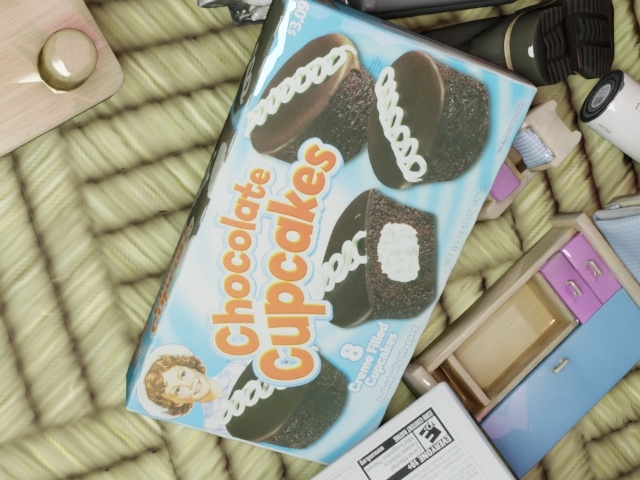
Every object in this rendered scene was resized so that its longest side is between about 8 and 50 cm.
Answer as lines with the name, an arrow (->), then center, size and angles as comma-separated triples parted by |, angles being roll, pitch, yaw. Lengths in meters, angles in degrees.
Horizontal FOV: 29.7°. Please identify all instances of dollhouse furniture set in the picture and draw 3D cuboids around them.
dollhouse furniture set -> 0.187, 0.052, 0.858 | 0.198, 0.303, 0.286 | -42, 101, -14

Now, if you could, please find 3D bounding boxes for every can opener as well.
can opener -> 0.036, -0.219, 0.934 | 0.283, 0.076, 0.095 | -11, 93, -18

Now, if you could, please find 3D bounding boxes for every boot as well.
boot -> 0.148, -0.161, 0.974 | 0.198, 0.137, 0.077 | -16, 102, -56

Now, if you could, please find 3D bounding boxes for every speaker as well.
speaker -> 0.288, -0.085, 1.021 | 0.136, 0.055, 0.055 | 32, 80, -15

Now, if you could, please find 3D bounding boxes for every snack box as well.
snack box -> 0.000, 0.000, 0.867 | 0.187, 0.060, 0.322 | 18, 108, -16

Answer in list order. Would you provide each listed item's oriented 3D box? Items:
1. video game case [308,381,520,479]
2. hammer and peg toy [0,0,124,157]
video game case -> 0.054, 0.277, 0.841 | 0.269, 0.061, 0.244 | -37, 65, 4
hammer and peg toy -> -0.345, -0.132, 0.786 | 0.361, 0.127, 0.266 | -31, 98, -15
